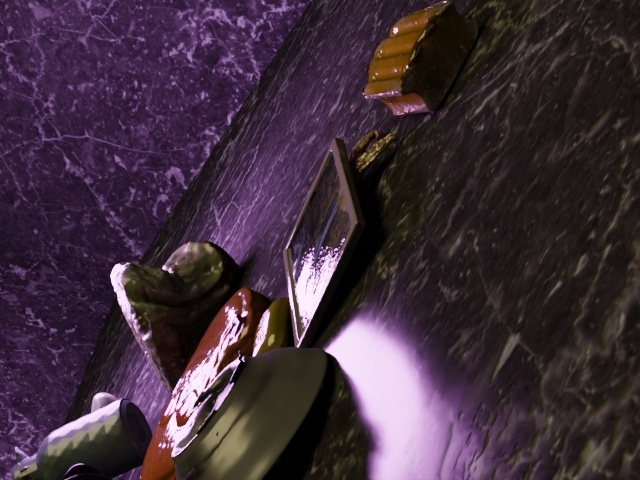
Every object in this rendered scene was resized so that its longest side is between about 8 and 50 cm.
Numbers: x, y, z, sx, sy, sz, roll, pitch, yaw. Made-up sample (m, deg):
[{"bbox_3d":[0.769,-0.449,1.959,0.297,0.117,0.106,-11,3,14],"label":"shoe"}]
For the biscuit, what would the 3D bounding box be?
[{"bbox_3d":[-0.222,0.294,1.887,0.455,0.078,0.350,-66,11,-14],"label":"biscuit"}]

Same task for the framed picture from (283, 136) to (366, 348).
[{"bbox_3d":[0.000,0.000,1.626,0.324,0.020,0.240,-99,30,-61],"label":"framed picture"}]

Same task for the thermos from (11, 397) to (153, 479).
[{"bbox_3d":[-0.491,0.460,2.142,0.286,0.182,0.145,-27,-8,6],"label":"thermos"}]

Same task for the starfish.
[{"bbox_3d":[0.047,-0.088,1.685,0.231,0.048,0.295,-58,16,14],"label":"starfish"}]

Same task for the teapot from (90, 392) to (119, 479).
[{"bbox_3d":[-0.524,0.522,2.327,0.220,0.149,0.318,-40,27,52],"label":"teapot"}]

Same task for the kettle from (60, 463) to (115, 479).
[{"bbox_3d":[-0.453,0.572,1.839,0.308,0.203,0.262,-49,21,51],"label":"kettle"}]

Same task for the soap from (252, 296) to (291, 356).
[{"bbox_3d":[-0.077,0.150,1.676,0.089,0.045,0.140,-57,14,32],"label":"soap"}]

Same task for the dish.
[{"bbox_3d":[-0.121,0.253,1.426,0.316,0.106,0.316,-52,9,11],"label":"dish"}]

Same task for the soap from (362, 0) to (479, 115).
[{"bbox_3d":[0.146,-0.281,1.635,0.160,0.080,0.257,-61,14,-2],"label":"soap"}]

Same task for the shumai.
[{"bbox_3d":[-0.284,0.140,2.236,0.263,0.304,0.309,-29,5,-14],"label":"shumai"}]
